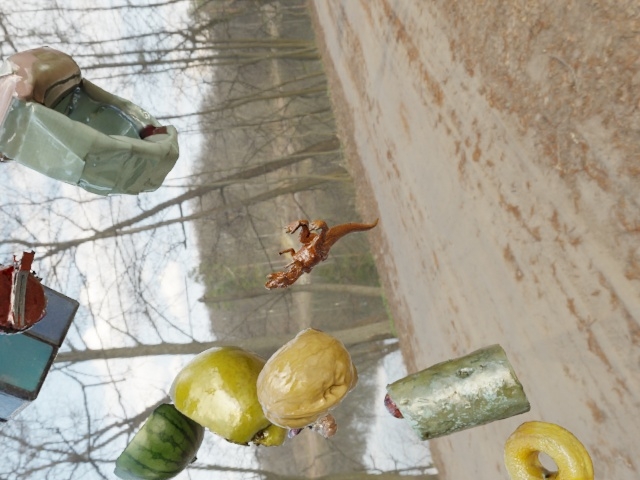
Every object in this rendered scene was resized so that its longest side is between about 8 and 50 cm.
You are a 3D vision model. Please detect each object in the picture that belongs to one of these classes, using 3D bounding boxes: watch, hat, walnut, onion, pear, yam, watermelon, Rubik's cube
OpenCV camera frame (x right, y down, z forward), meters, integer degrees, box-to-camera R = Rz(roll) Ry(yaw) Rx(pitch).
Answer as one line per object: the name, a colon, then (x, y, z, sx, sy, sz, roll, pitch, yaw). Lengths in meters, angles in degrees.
watch: (-0.348, -0.161, 0.726, 0.162, 0.241, 0.253, -51, 22, 19)
hat: (-0.615, 0.114, 0.853, 0.129, 0.227, 0.140, -19, -85, -72)
walnut: (-0.028, 0.261, 0.881, 0.159, 0.206, 0.159, 18, 118, 38)
onion: (0.271, 0.553, 1.599, 0.097, 0.107, 0.107, -36, 58, 57)
pear: (-0.225, 0.396, 1.288, 0.386, 0.340, 0.192, 12, 77, 50)
yam: (0.203, 0.236, 0.716, 0.107, 0.194, 0.107, 61, -166, -26)
watermelon: (-0.499, 0.679, 1.534, 0.331, 0.189, 0.331, -51, -17, -23)
Rubik's cube: (-0.877, 0.275, 1.204, 0.318, 0.313, 0.316, 36, -146, -30)

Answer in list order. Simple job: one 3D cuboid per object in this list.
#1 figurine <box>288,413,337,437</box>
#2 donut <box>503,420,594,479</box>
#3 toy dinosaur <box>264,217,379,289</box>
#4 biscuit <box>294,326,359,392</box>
figurine: (-0.024, 0.545, 1.436, 0.114, 0.156, 0.126, -96, 12, -50)
donut: (0.395, 0.397, 0.829, 0.151, 0.058, 0.152, -1, 88, 51)
toy dinosaur: (0.000, 0.000, 1.420, 0.097, 0.432, 0.208, 51, 170, 42)
biscuit: (0.012, 0.457, 1.751, 0.296, 0.102, 0.296, 36, 150, 25)
